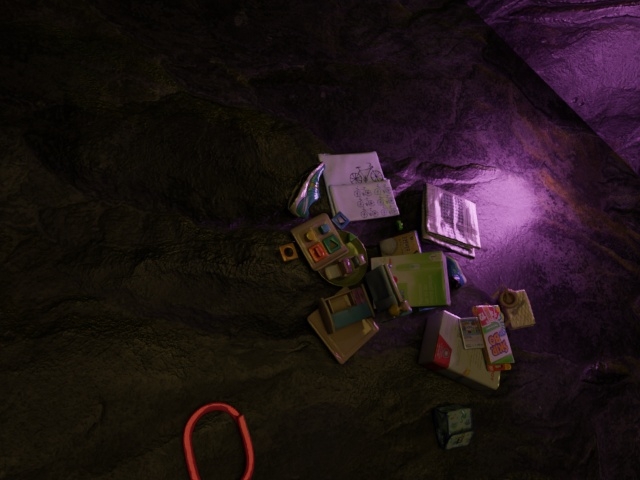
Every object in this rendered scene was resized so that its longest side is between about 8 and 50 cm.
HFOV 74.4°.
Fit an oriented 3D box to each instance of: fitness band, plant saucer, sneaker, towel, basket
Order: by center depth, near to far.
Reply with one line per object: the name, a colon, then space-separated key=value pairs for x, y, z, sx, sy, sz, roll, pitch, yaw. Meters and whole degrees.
fitness band: x=-0.330 y=0.674 z=1.362 sx=0.208 sy=0.054 sz=0.291 roll=-13 pitch=75 yaw=-21
plant saucer: x=0.079 y=0.075 z=1.736 sx=0.240 sy=0.037 sz=0.241 roll=7 pitch=69 yaw=-19
sneaker: x=-0.049 y=-0.214 z=1.773 sx=0.110 sy=0.107 sz=0.275 roll=38 pitch=66 yaw=-26
sneaker: x=0.587 y=0.147 z=1.890 sx=0.084 sy=0.058 sz=0.152 roll=-30 pitch=90 yaw=-35
basket: x=0.884 y=0.310 z=1.896 sx=0.113 sy=0.103 sz=0.167 roll=-15 pitch=73 yaw=16
towel: x=0.607 y=-0.093 z=1.959 sx=0.312 sy=0.056 sz=0.324 roll=20 pitch=60 yaw=-19

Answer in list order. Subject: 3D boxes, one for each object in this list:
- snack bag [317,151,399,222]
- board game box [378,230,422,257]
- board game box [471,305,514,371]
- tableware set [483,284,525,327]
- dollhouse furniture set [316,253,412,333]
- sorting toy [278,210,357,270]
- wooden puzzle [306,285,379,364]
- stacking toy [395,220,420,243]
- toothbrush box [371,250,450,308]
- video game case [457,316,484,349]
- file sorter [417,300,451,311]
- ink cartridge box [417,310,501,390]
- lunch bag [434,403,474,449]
snack bag: x=0.171 y=-0.250 z=1.888 sx=0.322 sy=0.037 sz=0.343 roll=-8 pitch=74 yaw=-23
board game box: x=0.352 y=0.099 z=1.772 sx=0.165 sy=0.042 sz=0.243 roll=-16 pitch=74 yaw=20
board game box: x=0.707 y=0.396 z=1.722 sx=0.124 sy=0.039 sz=0.260 roll=2 pitch=68 yaw=-22
tableware set: x=0.794 y=0.298 z=1.853 sx=0.128 sy=0.039 sz=0.194 roll=38 pitch=93 yaw=23
dollhouse furniture set: x=0.136 y=0.178 z=1.524 sx=0.198 sy=0.303 sz=0.287 roll=-15 pitch=79 yaw=-29
sorting toy: x=0.000 y=0.000 z=1.684 sx=0.347 sy=0.047 sz=0.196 roll=-29 pitch=84 yaw=-26
wooden puzzle: x=0.089 y=0.328 z=1.651 sx=0.238 sy=0.044 sz=0.221 roll=-35 pitch=86 yaw=-32
stacking toy: x=0.422 y=0.016 z=1.882 sx=0.166 sy=0.052 sz=0.221 roll=4 pitch=66 yaw=-21
toothbrush box: x=0.355 y=0.164 z=1.667 sx=0.283 sy=0.122 sz=0.206 roll=-7 pitch=76 yaw=23
video game case: x=0.605 y=0.372 z=1.693 sx=0.087 sy=0.011 sz=0.122 roll=-1 pitch=69 yaw=-12
file sorter: x=0.469 y=0.202 z=1.801 sx=0.118 sy=0.104 sz=0.170 roll=-7 pitch=74 yaw=-22
ink cartridge box: x=0.578 y=0.457 z=1.735 sx=0.306 sy=0.131 sz=0.226 roll=27 pitch=62 yaw=-11
lunch bag: x=0.523 y=0.730 z=1.644 sx=0.128 sy=0.096 sz=0.151 roll=1 pitch=85 yaw=-23
